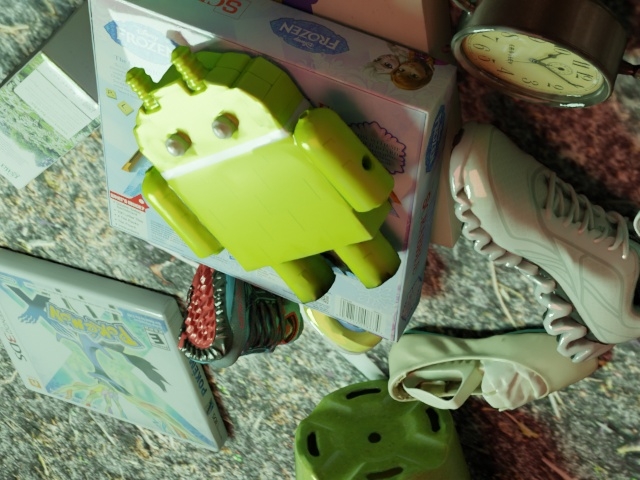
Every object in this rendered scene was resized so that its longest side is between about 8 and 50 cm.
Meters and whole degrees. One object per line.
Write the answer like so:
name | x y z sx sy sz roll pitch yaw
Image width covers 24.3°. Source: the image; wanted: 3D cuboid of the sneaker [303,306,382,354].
sneaker | 0.000 0.000 1.515 0.240 0.091 0.126 45 118 -8

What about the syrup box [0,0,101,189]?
syrup box | -0.271 -0.145 1.509 0.093 0.096 0.237 44 145 -14

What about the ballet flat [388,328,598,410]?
ballet flat | 0.170 0.142 1.544 0.248 0.086 0.086 -4 133 41

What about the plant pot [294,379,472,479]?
plant pot | 0.077 0.311 1.709 0.276 0.276 0.253 12 131 28

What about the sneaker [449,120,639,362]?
sneaker | 0.216 -0.007 1.306 0.118 0.110 0.292 -13 135 38

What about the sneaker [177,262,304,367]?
sneaker | -0.071 0.068 1.550 0.125 0.262 0.104 23 106 -8

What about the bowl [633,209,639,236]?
bowl | 0.348 -0.014 1.224 0.142 0.053 0.142 37 146 -10

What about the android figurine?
android figurine | -0.054 -0.057 1.267 0.248 0.056 0.273 -13 126 44

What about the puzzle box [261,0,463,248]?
puzzle box | -0.012 -0.173 1.307 0.272 0.052 0.409 16 144 23

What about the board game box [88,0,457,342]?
board game box | -0.049 -0.078 1.340 0.319 0.066 0.318 22 143 13

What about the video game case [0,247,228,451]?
video game case | -0.299 0.141 1.960 0.329 0.036 0.300 14 143 24

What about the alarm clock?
alarm clock | 0.189 -0.150 1.147 0.192 0.064 0.129 21 166 8
